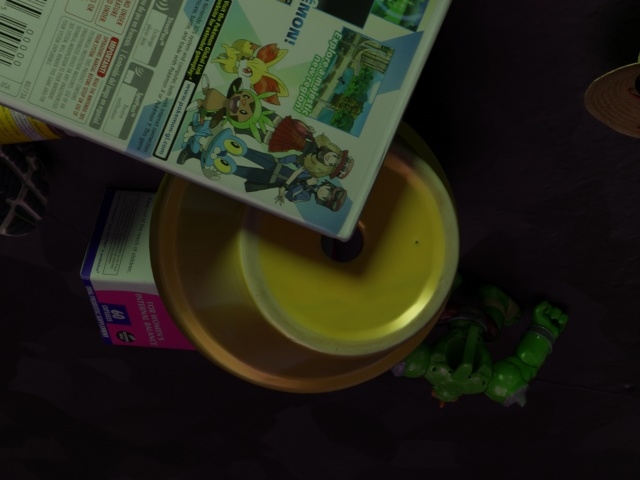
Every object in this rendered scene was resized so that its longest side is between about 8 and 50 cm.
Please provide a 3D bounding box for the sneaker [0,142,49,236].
[{"bbox_3d":[-0.374,-0.093,1.431,0.275,0.107,0.110,31,159,-16],"label":"sneaker"}]

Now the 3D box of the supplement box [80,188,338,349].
[{"bbox_3d":[-0.100,0.031,1.484,0.220,0.114,0.111,2,141,10],"label":"supplement box"}]

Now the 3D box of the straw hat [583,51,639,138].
[{"bbox_3d":[0.273,-0.132,1.212,0.145,0.061,0.144,5,159,2],"label":"straw hat"}]

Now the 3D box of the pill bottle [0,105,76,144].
[{"bbox_3d":[-0.294,-0.135,1.304,0.215,0.117,0.117,-5,140,14],"label":"pill bottle"}]

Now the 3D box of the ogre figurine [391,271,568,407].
[{"bbox_3d":[0.132,0.091,1.492,0.197,0.118,0.097,28,140,-19],"label":"ogre figurine"}]

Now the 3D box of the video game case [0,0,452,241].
[{"bbox_3d":[-0.054,-0.203,1.048,0.300,0.329,0.036,22,-175,-13],"label":"video game case"}]

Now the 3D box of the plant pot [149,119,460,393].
[{"bbox_3d":[0.000,0.000,1.229,0.254,0.254,0.239,19,177,-10],"label":"plant pot"}]
